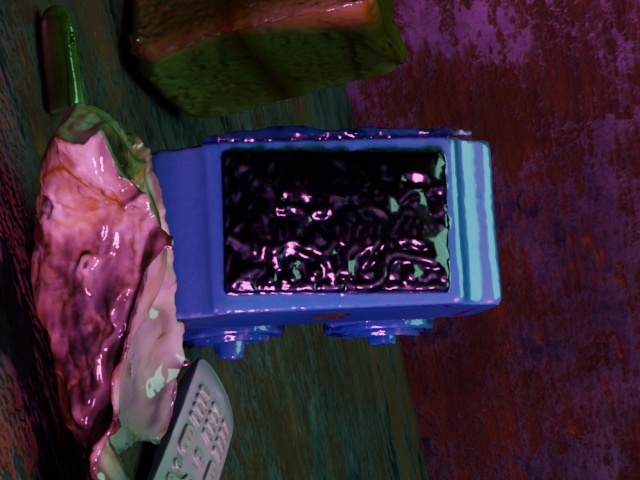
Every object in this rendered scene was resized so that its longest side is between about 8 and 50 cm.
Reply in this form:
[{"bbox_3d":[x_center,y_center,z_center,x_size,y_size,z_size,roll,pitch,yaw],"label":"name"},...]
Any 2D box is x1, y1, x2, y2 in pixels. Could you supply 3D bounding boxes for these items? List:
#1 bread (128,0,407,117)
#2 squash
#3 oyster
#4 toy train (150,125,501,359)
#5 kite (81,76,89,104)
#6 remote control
[{"bbox_3d":[-0.074,-0.325,1.608,0.245,0.233,0.361,45,33,-73],"label":"bread"},{"bbox_3d":[-0.194,-0.137,1.241,0.027,0.027,0.083,38,42,-78],"label":"squash"},{"bbox_3d":[-0.144,0.054,1.137,0.275,0.100,0.271,124,-40,-84],"label":"oyster"},{"bbox_3d":[0.000,0.000,1.429,0.265,0.300,0.188,138,-51,-77],"label":"toy train"},{"bbox_3d":[-0.169,-0.031,1.361,0.250,0.012,0.229,-78,158,-72],"label":"kite"},{"bbox_3d":[-0.117,0.181,1.378,0.229,0.044,0.073,-72,142,-56],"label":"remote control"}]
